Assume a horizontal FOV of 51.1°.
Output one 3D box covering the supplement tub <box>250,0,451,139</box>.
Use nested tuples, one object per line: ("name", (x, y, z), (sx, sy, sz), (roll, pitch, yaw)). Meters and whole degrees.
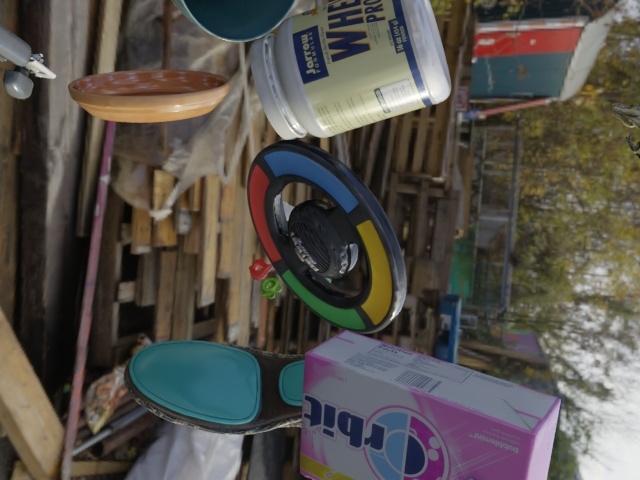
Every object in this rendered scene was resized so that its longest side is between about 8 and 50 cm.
("supplement tub", (0.058, -0.327, 1.242), (0.235, 0.324, 0.236), (-15, 90, -73))

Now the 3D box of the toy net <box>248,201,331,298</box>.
("toy net", (-0.070, 0.017, 1.157), (0.232, 0.122, 0.045), (-117, -173, -47))

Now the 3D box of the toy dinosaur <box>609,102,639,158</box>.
("toy dinosaur", (0.495, -0.090, 0.967), (0.118, 0.064, 0.268), (-17, 81, -49))

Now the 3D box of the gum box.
("gum box", (0.069, 0.146, 0.500), (0.062, 0.188, 0.107), (-18, 117, -54))

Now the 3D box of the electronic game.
("electronic game", (0.000, 0.000, 0.715), (0.048, 0.229, 0.229), (-34, 135, -31))

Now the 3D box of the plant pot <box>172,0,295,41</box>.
("plant pot", (-0.201, -0.550, 1.297), (0.290, 0.195, 0.290), (-21, 126, -33))

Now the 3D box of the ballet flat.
("ballet flat", (-0.087, 0.273, 1.165), (0.182, 0.482, 0.164), (93, -3, -53))

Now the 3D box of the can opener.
("can opener", (-0.569, -0.332, 1.218), (0.280, 0.074, 0.093), (87, 16, -83))

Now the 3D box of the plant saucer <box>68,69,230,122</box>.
("plant saucer", (-0.216, -0.186, 0.857), (0.200, 0.199, 0.037), (-54, 148, -63))
